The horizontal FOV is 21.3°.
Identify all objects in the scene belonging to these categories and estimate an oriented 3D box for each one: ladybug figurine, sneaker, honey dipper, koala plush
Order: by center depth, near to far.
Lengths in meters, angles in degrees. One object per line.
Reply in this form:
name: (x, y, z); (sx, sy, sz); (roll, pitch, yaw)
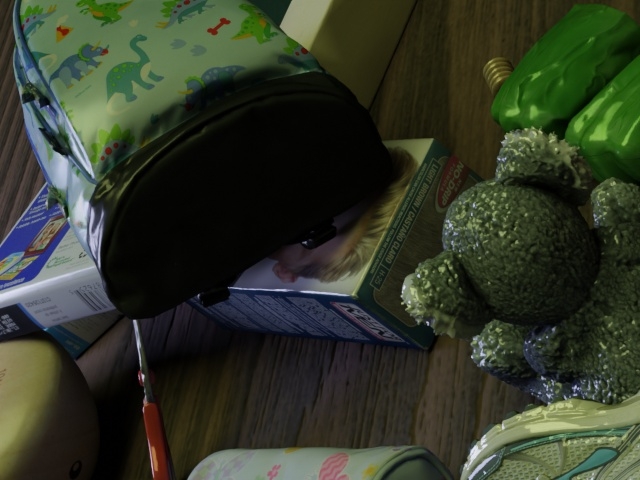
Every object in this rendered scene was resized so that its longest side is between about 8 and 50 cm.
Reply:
sneaker: (0.207, 0.174, 1.199); (0.283, 0.110, 0.122); (-30, 42, 36)
koala plush: (0.179, 0.025, 1.275); (0.196, 0.221, 0.203); (-50, 30, 4)
honey dipper: (0.187, -0.117, 1.606); (0.030, 0.030, 0.161); (-41, 36, 21)
ladybug figurine: (-0.402, 0.261, 1.893); (0.449, 0.162, 0.305); (-27, 38, 37)

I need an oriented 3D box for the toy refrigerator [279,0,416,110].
toy refrigerator: (0.002, -0.191, 1.861); (0.094, 0.102, 0.270); (-7, 54, 51)

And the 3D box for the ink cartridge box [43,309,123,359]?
ink cartridge box: (-0.259, 0.045, 2.019); (0.180, 0.060, 0.104); (-42, 31, 20)

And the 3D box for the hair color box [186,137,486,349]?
hair color box: (0.000, 0.000, 1.664); (0.347, 0.105, 0.174); (1, 59, 54)

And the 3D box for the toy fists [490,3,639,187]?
toy fists: (0.250, -0.114, 1.449); (0.142, 0.096, 0.279); (-42, 28, -10)

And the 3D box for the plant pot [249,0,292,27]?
plant pot: (-0.086, -0.323, 2.066); (0.234, 0.166, 0.165); (-50, 30, -7)

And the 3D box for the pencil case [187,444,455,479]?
pencil case: (-0.006, 0.234, 1.424); (0.273, 0.113, 0.124); (-11, 60, 49)

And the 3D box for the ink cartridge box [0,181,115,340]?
ink cartridge box: (-0.216, -0.039, 1.814); (0.303, 0.072, 0.307); (-17, 32, 43)

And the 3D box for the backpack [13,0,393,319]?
backpack: (-0.149, -0.130, 1.597); (0.290, 0.273, 0.355); (-29, 28, -9)

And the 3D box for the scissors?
scissors: (-0.160, 0.151, 1.615); (0.021, 0.297, 0.109); (-8, 23, -2)
